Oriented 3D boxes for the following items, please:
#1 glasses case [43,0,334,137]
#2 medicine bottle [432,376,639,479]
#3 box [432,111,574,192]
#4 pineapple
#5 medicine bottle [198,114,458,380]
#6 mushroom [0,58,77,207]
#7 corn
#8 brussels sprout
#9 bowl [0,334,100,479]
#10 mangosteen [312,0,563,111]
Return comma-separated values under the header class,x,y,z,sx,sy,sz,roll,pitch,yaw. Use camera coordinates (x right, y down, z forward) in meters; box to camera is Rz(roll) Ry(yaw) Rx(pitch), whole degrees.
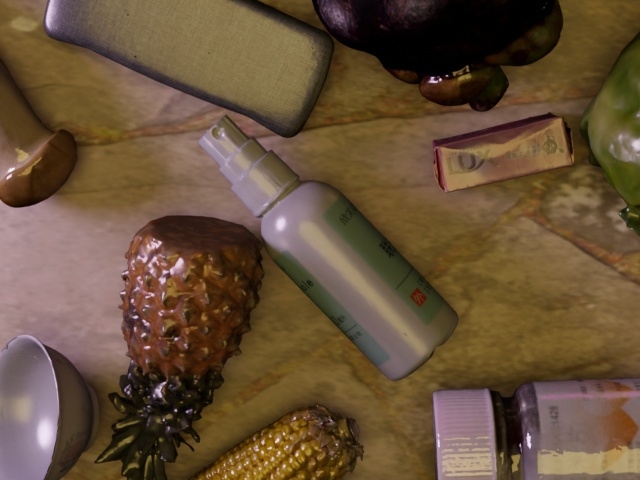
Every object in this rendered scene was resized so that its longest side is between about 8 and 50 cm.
class,x,y,z,sx,sy,sz,roll,pitch,yaw
glasses case,-0.147,-0.232,1.386,0.323,0.074,0.131,23,96,0
medicine bottle,0.264,0.238,1.372,0.273,0.165,0.165,-3,96,2
box,0.201,-0.098,1.366,0.156,0.111,0.060,-14,96,6
pineapple,-0.166,0.145,1.399,0.169,0.169,0.340,13,105,1
medicine bottle,0.000,0.000,1.386,0.110,0.110,0.352,-44,93,6
mushroom,-0.422,-0.182,1.385,0.128,0.128,0.350,-43,97,6
corn,-0.092,0.295,1.425,0.318,0.115,0.115,-35,94,6
brussels sprout,0.417,-0.120,1.294,0.259,0.227,0.294,20,63,-10
bowl,-0.312,0.206,1.421,0.086,0.189,0.189,7,99,-38
mangosteen,0.126,-0.273,1.293,0.288,0.287,0.233,-2,60,3
